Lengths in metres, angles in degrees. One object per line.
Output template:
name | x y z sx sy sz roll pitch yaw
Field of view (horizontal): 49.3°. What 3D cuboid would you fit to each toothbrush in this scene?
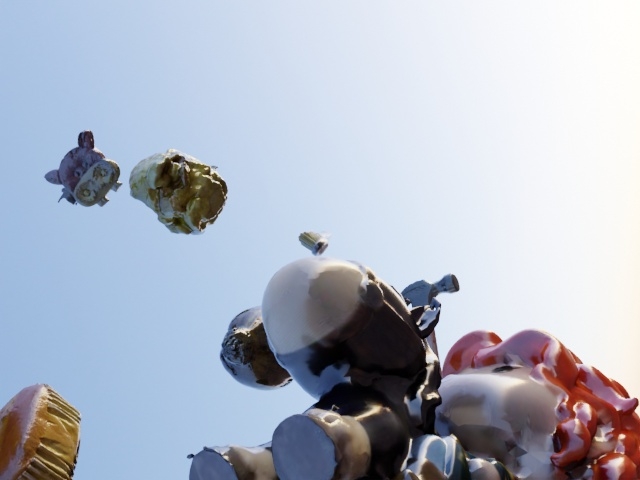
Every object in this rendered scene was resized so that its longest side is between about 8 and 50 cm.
toothbrush | 0.000 0.000 1.040 0.028 0.037 0.375 -57 -2 3

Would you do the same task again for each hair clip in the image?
hair clip | -0.536 -0.140 1.589 0.146 0.187 0.056 43 -152 -8

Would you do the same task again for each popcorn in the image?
popcorn | -0.328 -0.126 1.640 0.192 0.233 0.266 -48 -9 -13

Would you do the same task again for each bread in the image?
bread | -0.449 0.317 1.070 0.114 0.132 0.191 50 -162 -33

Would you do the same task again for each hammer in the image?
hammer | 0.157 0.193 0.942 0.033 0.111 0.288 25 -128 -55

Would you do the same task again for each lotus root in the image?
lotus root | -0.077 0.153 0.991 0.209 0.120 0.120 26 -110 -69

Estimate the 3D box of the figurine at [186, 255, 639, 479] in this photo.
figurine | 0.093 0.171 0.508 0.411 0.241 0.306 29 -151 -33
